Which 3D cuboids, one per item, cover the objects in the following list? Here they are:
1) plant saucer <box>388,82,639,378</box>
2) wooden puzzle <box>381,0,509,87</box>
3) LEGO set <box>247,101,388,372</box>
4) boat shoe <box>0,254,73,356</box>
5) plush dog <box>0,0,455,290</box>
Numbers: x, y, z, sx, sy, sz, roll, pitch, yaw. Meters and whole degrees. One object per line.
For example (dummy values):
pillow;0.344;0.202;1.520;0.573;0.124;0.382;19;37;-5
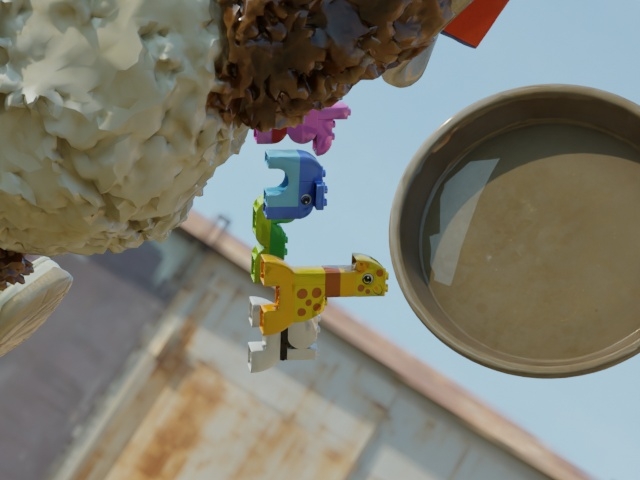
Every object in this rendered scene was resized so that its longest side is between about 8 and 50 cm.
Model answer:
plant saucer;0.198;-0.007;1.483;0.278;0.278;0.041;27;-17;20
wooden puzzle;0.166;-0.292;1.233;0.080;0.322;0.348;24;-20;-6
LEGO set;0.000;0.000;1.264;0.093;0.227;0.087;-1;18;-10
boat shoe;-0.275;0.048;1.353;0.092;0.103;0.285;56;-27;0
plush dog;-0.082;-0.103;0.577;0.262;0.225;0.210;-28;-29;27
